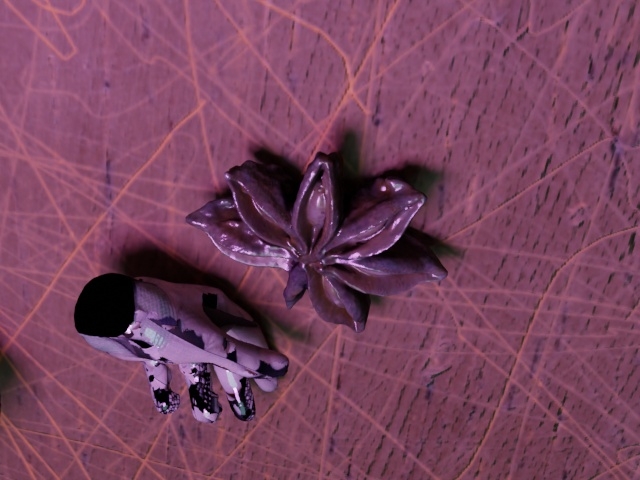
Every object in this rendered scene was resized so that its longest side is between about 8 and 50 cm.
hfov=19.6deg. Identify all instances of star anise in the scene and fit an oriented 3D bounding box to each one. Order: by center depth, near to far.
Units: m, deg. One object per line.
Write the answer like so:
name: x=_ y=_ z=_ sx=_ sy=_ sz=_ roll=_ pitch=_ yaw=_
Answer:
star anise: x=0.009 y=-0.008 z=1.577 sx=0.197 sy=0.073 sz=0.212 roll=-24 pitch=126 yaw=34

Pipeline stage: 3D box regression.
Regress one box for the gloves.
gloves: x=-0.116 y=0.091 z=1.683 sx=0.127 sy=0.111 sz=0.212 roll=-32 pitch=147 yaw=29
